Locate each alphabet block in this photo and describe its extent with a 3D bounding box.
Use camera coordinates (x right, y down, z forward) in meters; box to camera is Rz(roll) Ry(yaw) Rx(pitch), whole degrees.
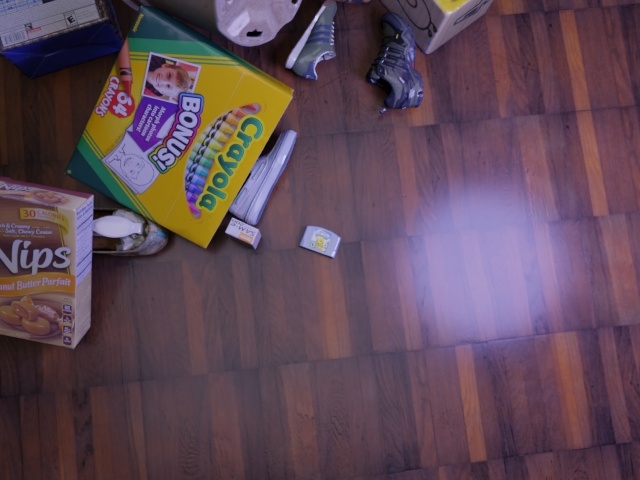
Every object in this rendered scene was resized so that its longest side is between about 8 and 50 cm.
[{"bbox_3d":[0.268,-0.565,1.291,0.193,0.197,0.192,-39,86,-6],"label":"alphabet block"}]

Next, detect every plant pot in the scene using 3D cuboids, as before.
[{"bbox_3d":[-0.206,-0.541,1.151,0.305,0.334,0.334,40,82,27],"label":"plant pot"}]

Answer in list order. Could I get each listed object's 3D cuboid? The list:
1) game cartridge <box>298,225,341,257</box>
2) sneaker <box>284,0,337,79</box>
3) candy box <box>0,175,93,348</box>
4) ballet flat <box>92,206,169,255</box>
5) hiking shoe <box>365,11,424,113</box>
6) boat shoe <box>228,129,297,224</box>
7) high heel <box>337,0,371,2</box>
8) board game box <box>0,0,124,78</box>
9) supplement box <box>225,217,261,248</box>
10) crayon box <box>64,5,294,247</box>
[{"bbox_3d":[0.000,0.000,1.300,0.083,0.017,0.055,19,79,0],"label":"game cartridge"},{"bbox_3d":[0.002,-0.447,1.337,0.086,0.064,0.192,33,83,-6],"label":"sneaker"},{"bbox_3d":[-0.552,0.048,1.157,0.183,0.087,0.316,11,116,-2],"label":"candy box"},{"bbox_3d":[-0.497,-0.023,1.231,0.349,0.123,0.123,2,83,-2],"label":"ballet flat"},{"bbox_3d":[0.154,-0.401,1.321,0.114,0.086,0.226,-14,84,-8],"label":"hiking shoe"},{"bbox_3d":[-0.127,-0.147,1.278,0.076,0.083,0.226,25,83,0],"label":"boat shoe"},{"bbox_3d":[0.027,-0.584,1.266,0.261,0.186,0.093,24,99,-23],"label":"high heel"},{"bbox_3d":[-0.589,-0.539,1.278,0.232,0.141,0.290,-18,84,-5],"label":"board game box"},{"bbox_3d":[-0.162,-0.013,1.252,0.062,0.098,0.036,24,82,0],"label":"supplement box"},{"bbox_3d":[-0.277,-0.216,1.173,0.313,0.106,0.362,29,108,-10],"label":"crayon box"}]
